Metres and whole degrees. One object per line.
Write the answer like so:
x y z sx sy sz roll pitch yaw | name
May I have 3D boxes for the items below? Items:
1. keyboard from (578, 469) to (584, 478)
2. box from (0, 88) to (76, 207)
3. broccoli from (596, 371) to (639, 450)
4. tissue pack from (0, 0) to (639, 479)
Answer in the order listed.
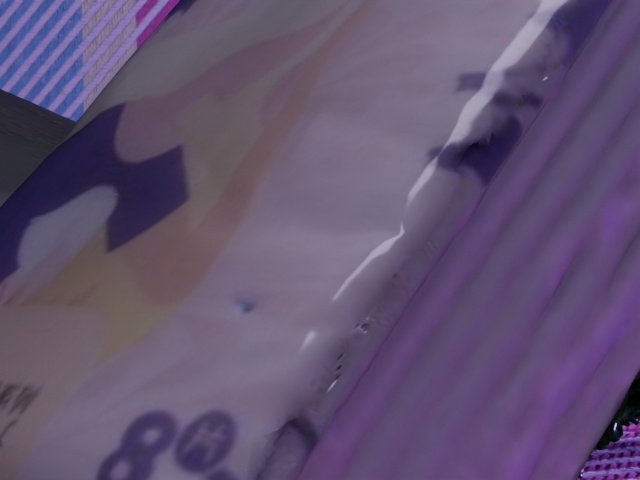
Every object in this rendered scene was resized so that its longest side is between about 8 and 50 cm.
0.019 0.126 0.909 0.231 0.023 0.072 0 10 28 | keyboard
-0.268 0.006 0.887 0.352 0.177 0.344 23 17 35 | box
0.218 0.028 0.989 0.298 0.297 0.297 -1 41 -12 | broccoli
0.000 0.000 0.580 0.242 0.125 0.343 3 48 50 | tissue pack
